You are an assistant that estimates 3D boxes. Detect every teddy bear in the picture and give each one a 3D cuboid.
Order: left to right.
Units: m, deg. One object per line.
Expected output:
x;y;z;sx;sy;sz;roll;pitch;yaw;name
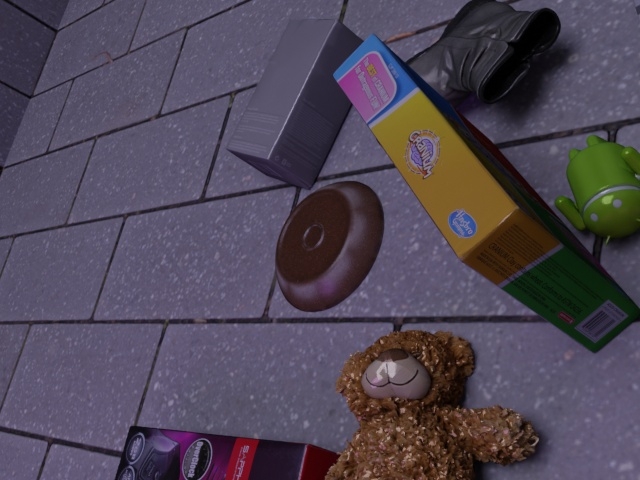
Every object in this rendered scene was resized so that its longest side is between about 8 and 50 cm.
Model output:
0.093;0.240;0.817;0.245;0.113;0.338;-9;61;42;teddy bear

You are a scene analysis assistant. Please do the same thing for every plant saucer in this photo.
0.000;0.000;1.123;0.198;0.036;0.198;-25;51;35;plant saucer

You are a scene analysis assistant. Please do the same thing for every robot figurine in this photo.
0.290;-0.052;0.817;0.101;0.067;0.115;-40;43;38;robot figurine

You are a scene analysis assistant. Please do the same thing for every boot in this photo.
0.170;-0.196;0.995;0.246;0.083;0.161;-51;25;9;boot

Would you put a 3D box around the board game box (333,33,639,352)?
0.160;-0.054;0.821;0.064;0.242;0.316;-45;42;16;board game box

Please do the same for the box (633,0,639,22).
0.406;-0.232;0.827;0.145;0.038;0.186;-25;51;35;box

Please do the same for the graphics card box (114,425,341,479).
-0.135;0.360;1.003;0.371;0.094;0.233;-8;62;45;graphics card box

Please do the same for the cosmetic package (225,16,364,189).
-0.030;-0.213;1.237;0.127;0.107;0.238;22;81;51;cosmetic package
